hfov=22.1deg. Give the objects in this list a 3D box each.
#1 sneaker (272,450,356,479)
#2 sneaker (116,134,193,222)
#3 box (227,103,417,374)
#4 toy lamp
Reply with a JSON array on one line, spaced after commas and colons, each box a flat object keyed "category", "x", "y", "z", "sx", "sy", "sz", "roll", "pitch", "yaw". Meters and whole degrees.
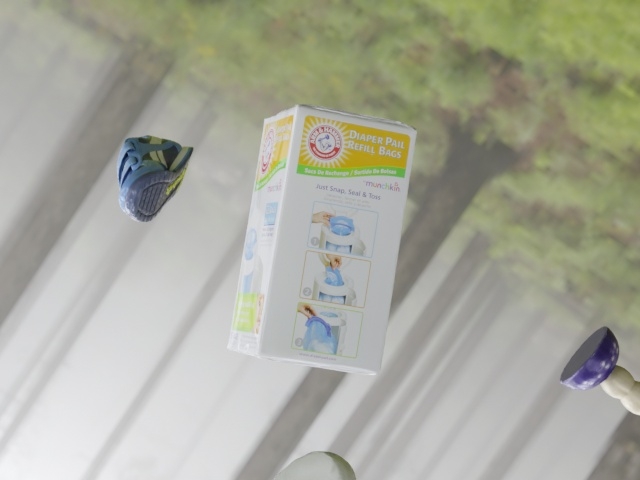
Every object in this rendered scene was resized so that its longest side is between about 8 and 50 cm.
[{"category": "sneaker", "x": -0.002, "y": 0.251, "z": 1.118, "sx": 0.080, "sy": 0.212, "sz": 0.094, "roll": 3, "pitch": 169, "yaw": 38}, {"category": "sneaker", "x": -0.159, "y": -0.058, "z": 1.460, "sx": 0.059, "sy": 0.053, "sz": 0.144, "roll": 25, "pitch": -161, "yaw": 2}, {"category": "box", "x": 0.000, "y": 0.000, "z": 1.339, "sx": 0.103, "sy": 0.203, "sz": 0.114, "roll": 10, "pitch": 177, "yaw": -15}, {"category": "toy lamp", "x": 0.358, "y": 0.191, "z": 1.569, "sx": 0.274, "sy": 0.080, "sz": 0.080, "roll": 40, "pitch": -174, "yaw": -3}]
